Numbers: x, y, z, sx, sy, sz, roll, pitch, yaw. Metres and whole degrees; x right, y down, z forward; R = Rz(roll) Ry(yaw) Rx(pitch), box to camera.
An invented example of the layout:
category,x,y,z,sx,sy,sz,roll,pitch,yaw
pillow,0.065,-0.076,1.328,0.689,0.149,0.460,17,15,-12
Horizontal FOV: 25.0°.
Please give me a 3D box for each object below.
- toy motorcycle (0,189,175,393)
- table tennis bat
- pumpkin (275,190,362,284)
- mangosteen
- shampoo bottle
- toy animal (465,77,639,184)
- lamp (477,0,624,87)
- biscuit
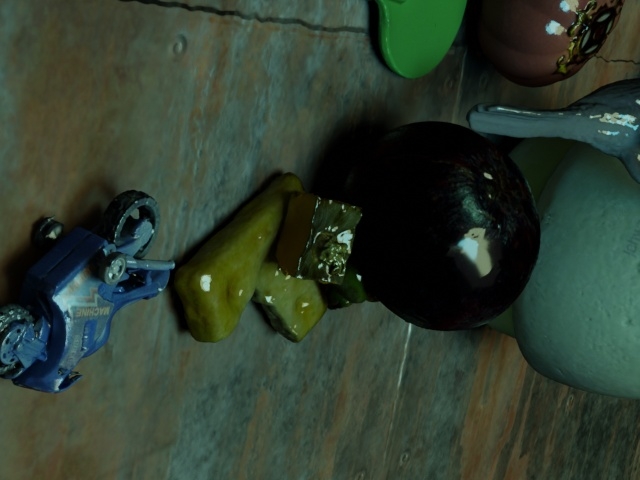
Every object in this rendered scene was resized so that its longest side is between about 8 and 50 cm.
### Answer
category,x,y,z,sx,sy,sz,roll,pitch,yaw
toy motorcycle,-0.189,0.049,1.121,0.205,0.076,0.114,-47,149,-36
table tennis bat,0.082,-0.242,1.408,0.257,0.039,0.160,2,105,-61
pumpkin,0.000,0.000,1.321,0.074,0.054,0.083,8,101,-53
mangosteen,0.108,-0.006,1.426,0.216,0.216,0.216,-30,129,-46
shampoo bottle,0.356,0.023,1.678,0.322,0.317,0.323,-29,128,-46
toy animal,0.329,-0.109,1.504,0.367,0.206,0.081,-25,161,-39
lamp,0.242,-0.255,1.553,0.182,0.140,0.182,-37,150,-26
biscuit,-0.060,0.046,1.335,0.183,0.039,0.174,-42,137,-40
